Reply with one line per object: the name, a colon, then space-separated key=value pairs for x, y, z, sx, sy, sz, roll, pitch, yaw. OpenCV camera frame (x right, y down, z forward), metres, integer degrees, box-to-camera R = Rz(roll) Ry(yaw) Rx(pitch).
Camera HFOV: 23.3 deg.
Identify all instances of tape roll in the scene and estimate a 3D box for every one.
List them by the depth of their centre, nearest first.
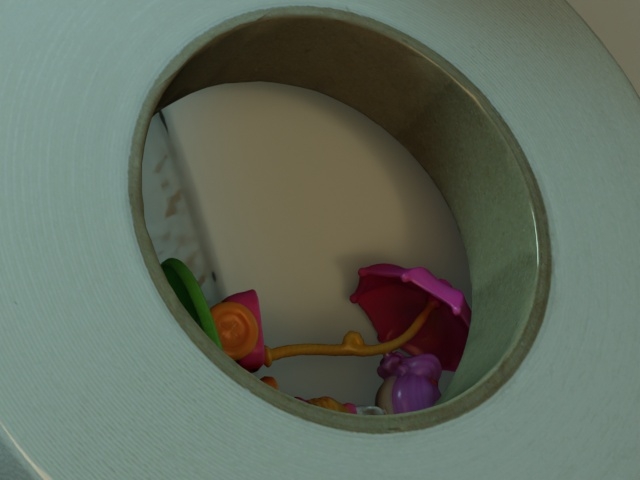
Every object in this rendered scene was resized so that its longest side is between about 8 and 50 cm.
tape roll: x=0.000 y=0.000 z=0.721 sx=0.392 sy=0.072 sz=0.392 roll=11 pitch=63 yaw=-21

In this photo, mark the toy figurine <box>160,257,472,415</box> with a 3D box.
toy figurine: x=0.014 y=0.078 z=0.796 sx=0.159 sy=0.130 sz=0.173 roll=-12 pitch=79 yaw=-17
